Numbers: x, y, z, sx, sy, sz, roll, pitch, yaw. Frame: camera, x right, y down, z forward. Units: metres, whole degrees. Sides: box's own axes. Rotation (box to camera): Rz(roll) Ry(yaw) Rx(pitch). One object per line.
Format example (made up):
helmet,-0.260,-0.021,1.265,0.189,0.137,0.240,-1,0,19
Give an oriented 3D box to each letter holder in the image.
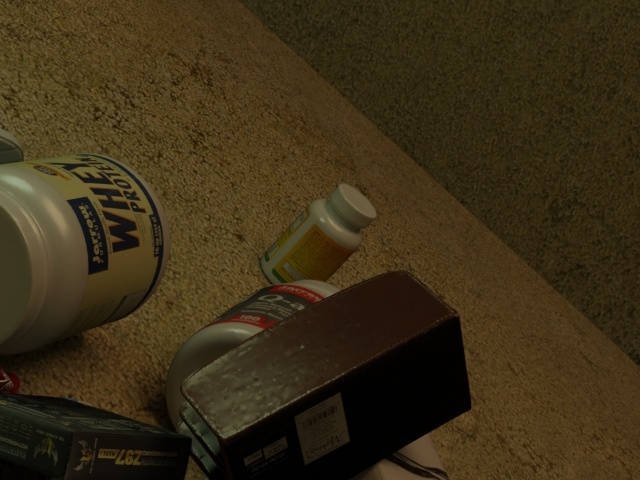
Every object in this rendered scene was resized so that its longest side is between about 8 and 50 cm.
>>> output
letter holder,-0.015,0.153,1.621,0.214,0.302,0.152,43,-27,46

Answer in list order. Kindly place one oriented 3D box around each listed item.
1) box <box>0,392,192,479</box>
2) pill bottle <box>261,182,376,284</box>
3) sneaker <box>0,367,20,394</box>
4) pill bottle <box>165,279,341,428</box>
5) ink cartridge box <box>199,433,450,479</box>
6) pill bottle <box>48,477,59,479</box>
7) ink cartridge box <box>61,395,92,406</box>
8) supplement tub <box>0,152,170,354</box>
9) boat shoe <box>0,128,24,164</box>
box,-0.289,0.218,1.577,0.233,0.059,0.183,9,-4,38
pill bottle,0.000,0.000,2.522,0.118,0.208,0.117,37,21,-16
sneaker,-0.383,0.164,1.678,0.042,0.067,0.118,51,22,11
pill bottle,-0.065,0.178,2.041,0.210,0.210,0.363,44,20,3
ink cartridge box,0.024,0.377,1.690,0.166,0.285,0.395,31,23,-35
pill bottle,-0.228,0.316,1.605,0.180,0.108,0.108,13,35,-55
ink cartridge box,-0.298,0.236,1.749,0.048,0.028,0.083,22,28,-44
supplement tub,-0.360,0.015,1.781,0.235,0.235,0.325,46,20,9
boat shoe,-0.537,-0.126,1.821,0.302,0.109,0.094,1,33,-29
